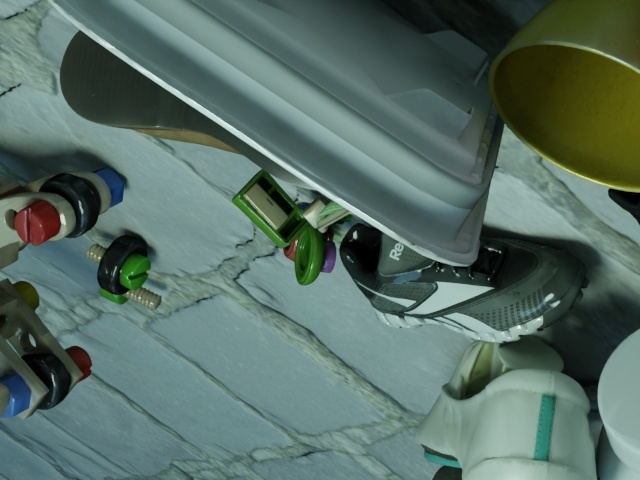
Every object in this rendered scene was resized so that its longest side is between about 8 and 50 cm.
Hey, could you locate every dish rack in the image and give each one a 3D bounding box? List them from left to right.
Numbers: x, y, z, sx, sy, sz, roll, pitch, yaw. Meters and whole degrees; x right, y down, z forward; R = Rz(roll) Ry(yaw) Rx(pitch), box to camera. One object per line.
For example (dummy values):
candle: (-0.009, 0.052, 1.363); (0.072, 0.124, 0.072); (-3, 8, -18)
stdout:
dish rack: (-0.003, -0.120, 1.098); (0.285, 0.072, 0.333); (33, -164, -1)

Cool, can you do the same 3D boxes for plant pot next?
plant pot: (0.179, -0.107, 1.080); (0.134, 0.095, 0.134); (24, 155, 12)

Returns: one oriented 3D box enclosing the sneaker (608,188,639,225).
sneaker: (0.236, -0.052, 1.135); (0.097, 0.084, 0.235); (30, 155, 3)

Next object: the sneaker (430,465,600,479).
sneaker: (0.198, 0.240, 1.649); (0.295, 0.104, 0.147); (19, 165, 40)

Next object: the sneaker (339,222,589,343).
sneaker: (0.099, 0.022, 1.426); (0.234, 0.078, 0.106); (0, 144, 50)

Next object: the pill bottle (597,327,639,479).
pill bottle: (0.309, 0.190, 1.410); (0.169, 0.169, 0.301); (13, 149, 33)

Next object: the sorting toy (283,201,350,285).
sorting toy: (0.000, 0.000, 1.516); (0.042, 0.061, 0.102); (7, -161, -17)

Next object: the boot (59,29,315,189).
boot: (-0.033, -0.101, 1.354); (0.305, 0.112, 0.115); (15, 180, 22)

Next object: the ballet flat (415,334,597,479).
ballet flat: (0.159, 0.139, 1.492); (0.139, 0.139, 0.400); (31, 179, -1)

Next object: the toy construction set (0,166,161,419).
toy construction set: (-0.337, 0.039, 1.695); (0.237, 0.309, 0.257); (26, 147, 20)

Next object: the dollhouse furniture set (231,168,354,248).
dollhouse furniture set: (-0.004, -0.045, 1.412); (0.058, 0.076, 0.151); (47, 149, -9)
